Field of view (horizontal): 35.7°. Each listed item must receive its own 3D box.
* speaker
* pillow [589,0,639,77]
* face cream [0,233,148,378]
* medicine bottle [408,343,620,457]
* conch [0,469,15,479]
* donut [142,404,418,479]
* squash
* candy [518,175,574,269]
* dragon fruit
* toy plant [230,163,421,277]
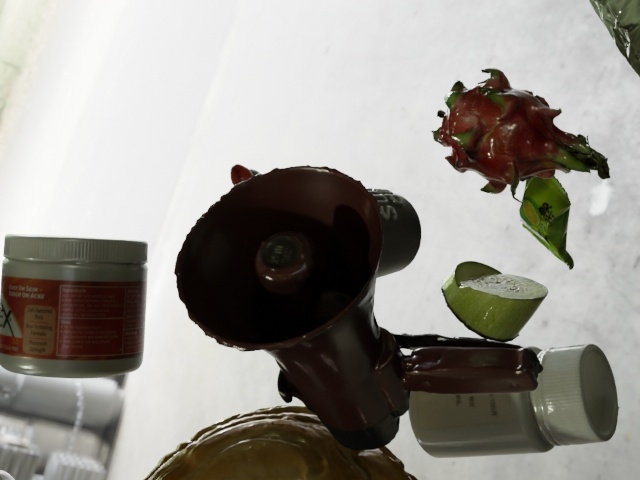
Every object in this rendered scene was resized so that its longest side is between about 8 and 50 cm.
[{"bbox_3d":[0.050,0.078,0.978,0.259,0.329,0.198,-27,49,8],"label":"speaker"},{"bbox_3d":[0.455,-0.257,1.163,0.310,0.283,0.138,61,154,18],"label":"pillow"},{"bbox_3d":[-0.345,0.088,1.391,0.201,0.201,0.187,-177,89,-65],"label":"face cream"},{"bbox_3d":[0.253,0.214,1.316,0.252,0.144,0.144,-10,60,37],"label":"medicine bottle"},{"bbox_3d":[-0.424,0.363,1.295,0.094,0.104,0.176,-37,40,-20],"label":"conch"},{"bbox_3d":[-0.049,0.406,1.185,0.198,0.449,0.449,82,-170,-58],"label":"donut"},{"bbox_3d":[0.380,0.113,2.218,0.220,0.220,0.133,-106,34,-53],"label":"squash"},{"bbox_3d":[0.430,-0.054,1.907,0.149,0.069,0.246,53,162,37],"label":"candy"},{"bbox_3d":[0.248,-0.119,1.248,0.137,0.236,0.135,-54,-19,1],"label":"dragon fruit"},{"bbox_3d":[-0.006,-0.012,1.666,0.185,0.400,0.279,-37,70,36],"label":"toy plant"}]
